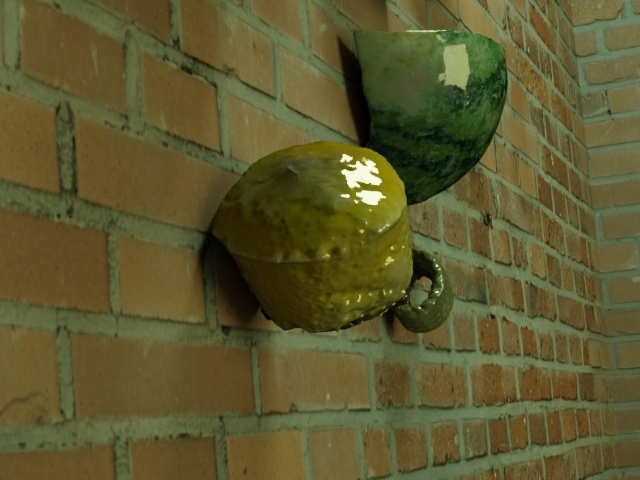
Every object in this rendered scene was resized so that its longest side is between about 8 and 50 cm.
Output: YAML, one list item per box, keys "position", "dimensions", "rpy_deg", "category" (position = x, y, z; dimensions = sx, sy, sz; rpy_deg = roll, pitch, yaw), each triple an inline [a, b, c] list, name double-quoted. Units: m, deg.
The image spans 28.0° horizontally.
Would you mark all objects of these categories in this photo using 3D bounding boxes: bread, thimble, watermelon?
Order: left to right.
- position: [-0.002, -0.003, 1.257]
  dimensions: [0.197, 0.197, 0.170]
  rpy_deg: [-74, 156, -47]
  category: "bread"
- position: [0.131, 0.065, 1.712]
  dimensions: [0.062, 0.084, 0.110]
  rpy_deg: [57, 19, -51]
  category: "thimble"
- position: [0.136, -0.184, 1.746]
  dimensions: [0.256, 0.176, 0.260]
  rpy_deg: [-58, 160, 6]
  category: "watermelon"
